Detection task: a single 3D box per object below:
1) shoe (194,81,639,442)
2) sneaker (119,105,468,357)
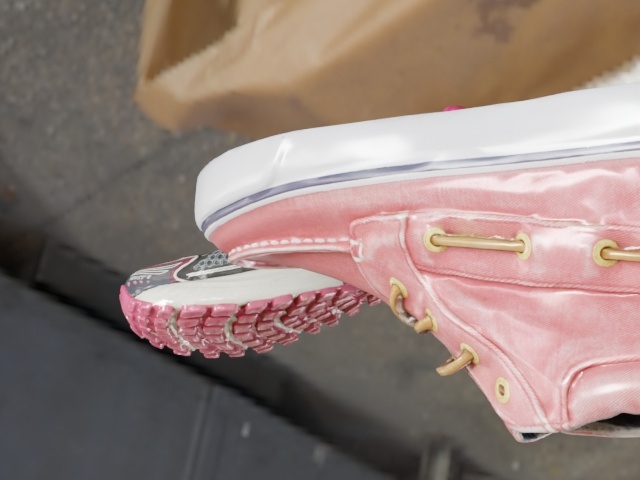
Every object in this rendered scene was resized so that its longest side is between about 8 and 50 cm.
[{"bbox_3d":[0.038,0.011,0.495,0.178,0.081,0.063,-7,170,38],"label":"shoe"},{"bbox_3d":[0.000,0.000,1.382,0.299,0.112,0.121,-18,163,-11],"label":"sneaker"}]
